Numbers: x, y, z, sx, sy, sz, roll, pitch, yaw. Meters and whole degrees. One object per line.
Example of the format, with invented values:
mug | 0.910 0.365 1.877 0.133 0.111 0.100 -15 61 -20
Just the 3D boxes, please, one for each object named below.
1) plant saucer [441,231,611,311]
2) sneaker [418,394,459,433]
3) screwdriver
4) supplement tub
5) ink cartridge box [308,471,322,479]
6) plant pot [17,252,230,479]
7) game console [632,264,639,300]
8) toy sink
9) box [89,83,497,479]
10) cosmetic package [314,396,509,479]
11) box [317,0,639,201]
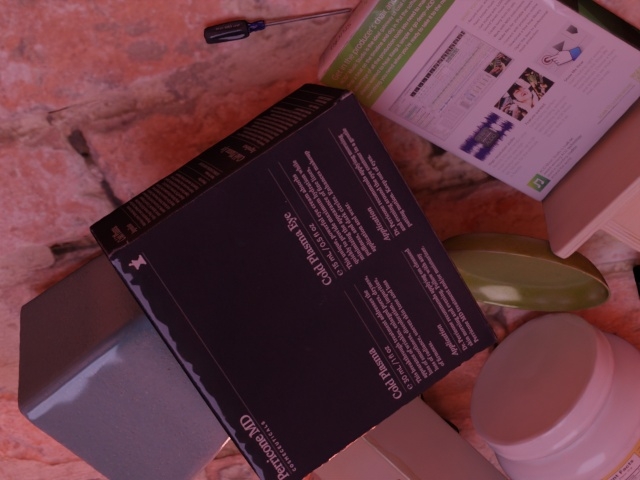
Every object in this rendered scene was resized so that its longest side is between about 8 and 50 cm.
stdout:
plant saucer | 0.240 0.037 1.547 0.241 0.037 0.241 11 163 3
sneaker | 0.126 0.243 1.767 0.188 0.067 0.078 34 130 -20
screwdriver | -0.049 -0.247 1.403 0.170 0.025 0.024 -12 128 2
supplement tub | 0.382 0.270 1.665 0.241 0.241 0.331 -35 120 27
ink cartridge box | 0.067 0.444 1.846 0.207 0.117 0.283 16 105 -11
plant pot | -0.208 0.140 1.593 0.252 0.247 0.248 -40 119 11
game console | 0.467 0.056 1.591 0.122 0.071 0.107 -13 128 14
toy sink | 0.384 -0.071 1.438 0.131 0.153 0.234 29 124 -20
box | -0.033 0.049 1.409 0.312 0.179 0.343 -34 108 -10
cosmetic package | 0.106 0.302 1.666 0.309 0.113 0.160 43 143 1
box | 0.191 -0.201 1.401 0.322 0.058 0.232 26 126 -20
